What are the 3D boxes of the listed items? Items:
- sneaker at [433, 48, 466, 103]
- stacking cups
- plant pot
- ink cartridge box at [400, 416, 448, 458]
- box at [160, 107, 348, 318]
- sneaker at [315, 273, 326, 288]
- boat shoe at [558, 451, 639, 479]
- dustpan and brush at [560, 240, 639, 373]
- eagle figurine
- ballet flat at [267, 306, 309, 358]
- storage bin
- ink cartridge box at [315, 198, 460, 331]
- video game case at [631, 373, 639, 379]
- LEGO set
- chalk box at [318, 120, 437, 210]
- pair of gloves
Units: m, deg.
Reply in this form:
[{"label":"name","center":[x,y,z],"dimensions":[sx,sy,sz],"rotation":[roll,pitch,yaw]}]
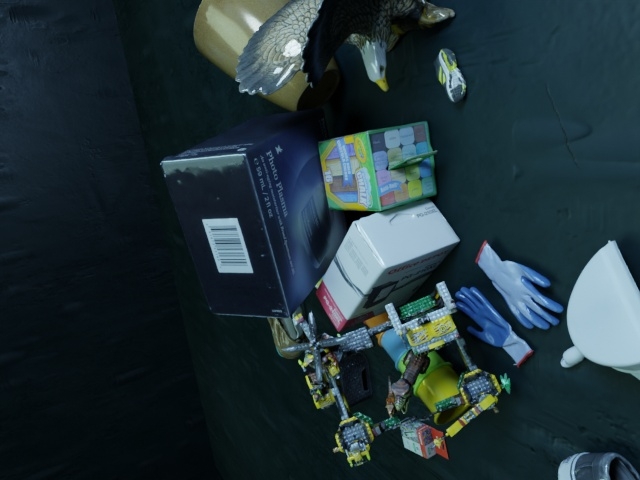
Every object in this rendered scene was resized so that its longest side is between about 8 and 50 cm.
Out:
[{"label":"sneaker","center":[0.196,-0.247,0.779],"dimensions":[0.035,0.031,0.083],"rotation":[158,99,-75]},{"label":"stacking cups","center":[0.164,0.200,1.002],"dimensions":[0.316,0.095,0.096],"rotation":[51,144,38]},{"label":"plant pot","center":[-0.086,-0.381,1.036],"dimensions":[0.254,0.237,0.237],"rotation":[49,146,14]},{"label":"ink cartridge box","center":[0.217,0.423,1.085],"dimensions":[0.115,0.029,0.063],"rotation":[-4,100,62]},{"label":"box","center":[-0.095,-0.062,0.954],"dimensions":[0.182,0.294,0.297],"rotation":[-1,116,26]},{"label":"sneaker","center":[0.000,0.000,1.222],"dimensions":[0.126,0.091,0.240],"rotation":[-53,56,35]},{"label":"boat shoe","center":[0.422,0.419,0.645],"dimensions":[0.102,0.108,0.302],"rotation":[124,132,-57]},{"label":"dustpan and brush","center":[0.351,0.116,0.650],"dimensions":[0.211,0.060,0.147],"rotation":[113,158,-52]},{"label":"eagle figurine","center":[0.040,-0.315,0.734],"dimensions":[0.225,0.298,0.226],"rotation":[58,148,29]},{"label":"ballet flat","center":[-0.118,0.177,1.497],"dimensions":[0.124,0.116,0.343],"rotation":[-29,78,41]},{"label":"storage bin","center":[0.042,0.331,1.297],"dimensions":[0.180,0.084,0.122],"rotation":[14,117,57]},{"label":"ink cartridge box","center":[0.113,0.048,0.926],"dimensions":[0.100,0.171,0.237],"rotation":[59,148,23]},{"label":"video game case","center":[0.423,0.123,0.568],"dimensions":[0.143,0.019,0.157],"rotation":[43,139,44]},{"label":"LEGO set","center":[0.121,0.206,0.802],"dimensions":[0.192,0.331,0.255],"rotation":[46,-150,-75]},{"label":"chalk box","center":[0.110,-0.126,0.884],"dimensions":[0.213,0.132,0.132],"rotation":[10,112,61]},{"label":"pair of gloves","center":[0.286,0.103,0.801],"dimensions":[0.159,0.023,0.198],"rotation":[50,148,34]}]
